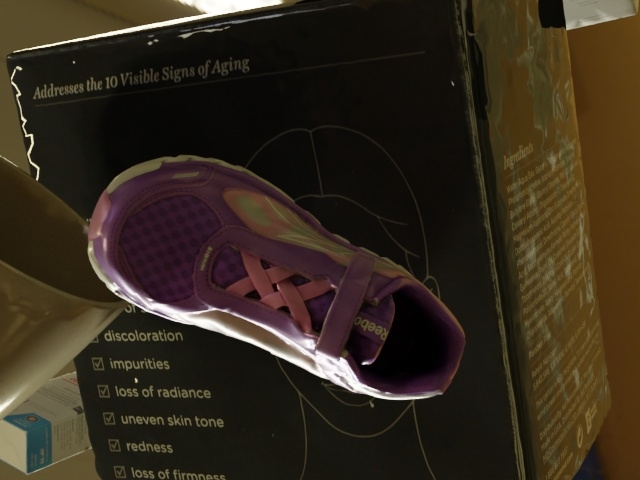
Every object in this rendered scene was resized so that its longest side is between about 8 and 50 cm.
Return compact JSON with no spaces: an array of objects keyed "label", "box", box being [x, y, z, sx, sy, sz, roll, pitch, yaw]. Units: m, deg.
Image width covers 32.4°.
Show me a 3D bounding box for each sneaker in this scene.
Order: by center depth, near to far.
[{"label":"sneaker","box":[-0.011,0.028,0.607,0.236,0.095,0.104,25,-178,-28]}]

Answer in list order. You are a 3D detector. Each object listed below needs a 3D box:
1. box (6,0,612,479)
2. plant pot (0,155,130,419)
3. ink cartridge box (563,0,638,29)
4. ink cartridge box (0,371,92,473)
[{"label":"box","box":[0.000,0.000,1.095,0.297,0.480,0.471,-33,-64,-57]},{"label":"plant pot","box":[-0.337,0.076,0.907,0.256,0.274,0.256,37,-171,-7]},{"label":"ink cartridge box","box":[0.264,-0.303,1.119,0.143,0.090,0.092,61,-146,-32]},{"label":"ink cartridge box","box":[-0.324,0.221,1.378,0.180,0.104,0.060,-16,-66,-48]}]
